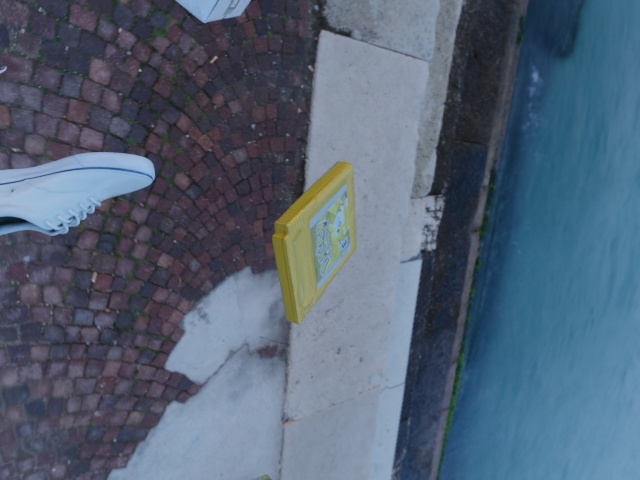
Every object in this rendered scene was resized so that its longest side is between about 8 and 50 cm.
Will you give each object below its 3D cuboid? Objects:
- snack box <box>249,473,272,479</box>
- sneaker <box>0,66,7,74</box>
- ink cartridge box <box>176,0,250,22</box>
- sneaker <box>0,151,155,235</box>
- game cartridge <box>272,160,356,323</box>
[{"bbox_3d":[-0.133,0.315,0.432,0.207,0.174,0.070,-12,74,-19],"label":"snack box"},{"bbox_3d":[-0.455,-0.235,0.581,0.067,0.118,0.042,-38,139,16],"label":"sneaker"},{"bbox_3d":[-0.197,-0.443,0.689,0.160,0.219,0.092,36,117,-14],"label":"ink cartridge box"},{"bbox_3d":[-0.358,-0.054,0.597,0.258,0.094,0.091,-14,78,-11],"label":"sneaker"},{"bbox_3d":[0.000,0.000,1.067,0.324,0.052,0.285,-51,145,-44],"label":"game cartridge"}]
